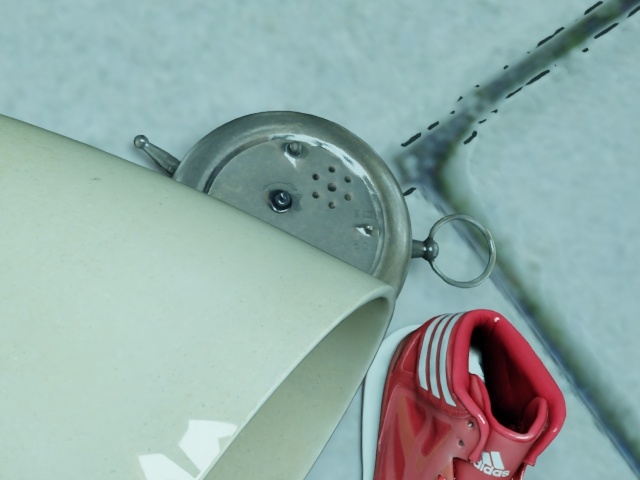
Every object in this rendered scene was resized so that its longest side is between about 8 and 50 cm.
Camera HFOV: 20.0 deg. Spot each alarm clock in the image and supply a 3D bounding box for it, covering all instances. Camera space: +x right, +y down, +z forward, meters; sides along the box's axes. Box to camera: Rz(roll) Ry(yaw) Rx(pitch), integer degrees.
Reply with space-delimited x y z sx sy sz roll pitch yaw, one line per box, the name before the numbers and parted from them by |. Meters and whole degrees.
alarm clock | 0.000 0.000 0.928 0.192 0.064 0.129 3 73 -15

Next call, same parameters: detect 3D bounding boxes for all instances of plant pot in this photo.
plant pot | -0.152 0.050 0.795 0.274 0.256 0.256 34 68 11

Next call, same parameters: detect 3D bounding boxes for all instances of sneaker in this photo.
sneaker | 0.062 0.137 0.878 0.087 0.128 0.221 2 74 -15
